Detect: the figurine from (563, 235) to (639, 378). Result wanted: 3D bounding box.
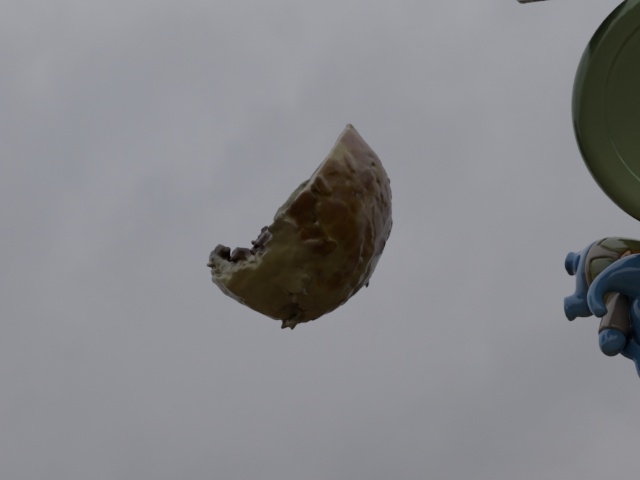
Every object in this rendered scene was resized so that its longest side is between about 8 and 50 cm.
[{"bbox_3d":[0.397,0.082,1.229,0.262,0.180,0.153,8,-61,36],"label":"figurine"}]

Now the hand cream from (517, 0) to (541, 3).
[{"bbox_3d":[0.231,-0.299,1.096,0.133,0.083,0.248,3,-6,31],"label":"hand cream"}]

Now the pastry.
[{"bbox_3d":[0.007,-0.007,1.310,0.170,0.256,0.237,46,-56,0],"label":"pastry"}]

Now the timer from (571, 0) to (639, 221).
[{"bbox_3d":[0.438,-0.145,1.247,0.291,0.290,0.315,-11,-2,9],"label":"timer"}]
